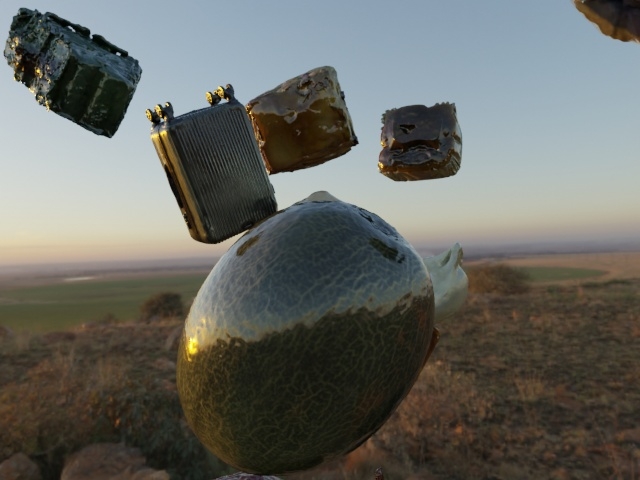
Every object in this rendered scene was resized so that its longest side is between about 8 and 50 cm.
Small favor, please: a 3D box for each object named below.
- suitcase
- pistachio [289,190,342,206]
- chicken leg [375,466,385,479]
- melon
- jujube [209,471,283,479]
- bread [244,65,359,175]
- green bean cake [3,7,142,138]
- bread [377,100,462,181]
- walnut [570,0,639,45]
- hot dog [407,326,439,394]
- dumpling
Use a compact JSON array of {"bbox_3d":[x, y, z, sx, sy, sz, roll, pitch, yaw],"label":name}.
[{"bbox_3d":[-0.227,-0.156,1.102,0.202,0.312,0.128,-27,19,-31],"label":"suitcase"},{"bbox_3d":[0.000,0.000,1.070,0.157,0.229,0.157,-3,-42,-3],"label":"pistachio"},{"bbox_3d":[0.167,0.662,1.409,0.021,0.083,0.036,-3,4,35],"label":"chicken leg"},{"bbox_3d":[-0.020,0.106,0.540,0.237,0.301,0.237,33,16,-11],"label":"melon"},{"bbox_3d":[-0.179,0.661,1.260,0.290,0.197,0.197,25,-18,-37],"label":"jujube"},{"bbox_3d":[-0.072,-0.335,1.528,0.324,0.277,0.167,-13,20,23],"label":"bread"},{"bbox_3d":[-0.362,-0.245,0.735,0.193,0.107,0.208,27,17,-25],"label":"green bean cake"},{"bbox_3d":[0.259,-0.258,1.350,0.210,0.192,0.110,1,-9,23],"label":"bread"},{"bbox_3d":[0.390,-0.342,0.555,0.248,0.248,0.248,-3,0,0],"label":"walnut"},{"bbox_3d":[0.139,0.187,0.805,0.038,0.144,0.062,29,1,44],"label":"hot dog"},{"bbox_3d":[0.207,0.123,1.017,0.131,0.252,0.179,36,-11,30],"label":"dumpling"}]
